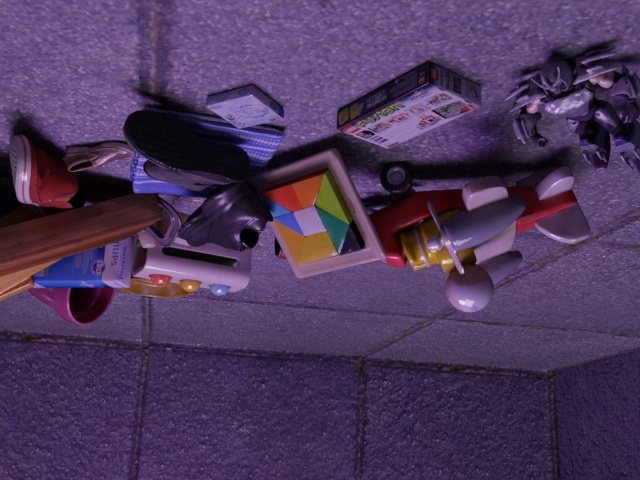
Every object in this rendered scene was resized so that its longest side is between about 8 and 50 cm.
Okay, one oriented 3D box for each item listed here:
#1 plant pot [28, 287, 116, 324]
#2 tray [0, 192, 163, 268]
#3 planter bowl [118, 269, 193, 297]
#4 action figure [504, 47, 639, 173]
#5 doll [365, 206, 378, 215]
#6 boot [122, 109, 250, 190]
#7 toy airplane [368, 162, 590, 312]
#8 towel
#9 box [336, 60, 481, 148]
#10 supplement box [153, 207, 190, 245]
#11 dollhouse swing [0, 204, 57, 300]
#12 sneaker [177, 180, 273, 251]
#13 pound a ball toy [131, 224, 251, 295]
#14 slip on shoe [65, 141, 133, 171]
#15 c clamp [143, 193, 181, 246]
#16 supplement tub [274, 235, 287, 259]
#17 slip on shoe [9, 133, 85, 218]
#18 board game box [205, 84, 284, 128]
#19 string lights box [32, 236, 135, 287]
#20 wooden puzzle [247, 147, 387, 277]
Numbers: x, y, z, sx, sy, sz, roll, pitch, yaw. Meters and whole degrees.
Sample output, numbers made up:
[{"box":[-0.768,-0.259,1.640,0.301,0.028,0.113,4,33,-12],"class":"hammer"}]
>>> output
[{"box":[-0.683,0.111,2.086,0.180,0.201,0.201,13,167,22],"class":"plant pot"},{"box":[-0.546,0.000,1.558,0.410,0.076,0.202,-21,-179,-36],"class":"tray"},{"box":[-0.454,0.091,2.126,0.217,0.090,0.217,3,163,1],"class":"planter bowl"},{"box":[0.389,-0.183,1.120,0.185,0.099,0.285,-6,158,42],"class":"action figure"},{"box":[0.112,-0.044,1.634,0.189,0.046,0.129,6,169,37],"class":"doll"},{"box":[-0.254,-0.133,1.299,0.161,0.084,0.246,-11,158,43],"class":"boot"},{"box":[0.297,-0.002,1.415,0.386,0.273,0.384,13,159,-30],"class":"toy airplane"},{"box":[-0.221,-0.143,1.424,0.243,0.040,0.336,6,162,-16],"class":"towel"},{"box":[0.132,-0.202,1.186,0.114,0.036,0.207,15,159,-35],"class":"box"},{"box":[-0.331,-0.030,1.765,0.036,0.062,0.098,-14,157,43],"class":"supplement box"},{"box":[-0.754,-0.052,1.760,0.315,0.305,0.347,42,168,12],"class":"dollhouse swing"},{"box":[-0.185,-0.026,1.494,0.130,0.109,0.286,46,153,-8],"class":"sneaker"},{"box":[-0.324,0.049,1.899,0.319,0.136,0.208,12,161,-29],"class":"pound a ball toy"},{"box":[-0.406,-0.152,1.416,0.135,0.041,0.051,-1,162,12],"class":"slip on shoe"},{"box":[-0.362,-0.050,1.675,0.022,0.137,0.160,-38,177,-40],"class":"c clamp"},{"box":[0.000,0.000,1.745,0.197,0.106,0.106,7,162,-14],"class":"supplement tub"},{"box":[-0.510,-0.117,1.442,0.101,0.123,0.331,-10,168,-9],"class":"slip on shoe"},{"box":[-0.119,-0.210,1.222,0.090,0.020,0.090,-7,161,29],"class":"board game box"},{"box":[-0.607,0.048,1.934,0.259,0.134,0.077,0,162,10],"class":"string lights box"},{"box":[-0.014,-0.039,1.410,0.238,0.221,0.044,-13,-160,41],"class":"wooden puzzle"}]
